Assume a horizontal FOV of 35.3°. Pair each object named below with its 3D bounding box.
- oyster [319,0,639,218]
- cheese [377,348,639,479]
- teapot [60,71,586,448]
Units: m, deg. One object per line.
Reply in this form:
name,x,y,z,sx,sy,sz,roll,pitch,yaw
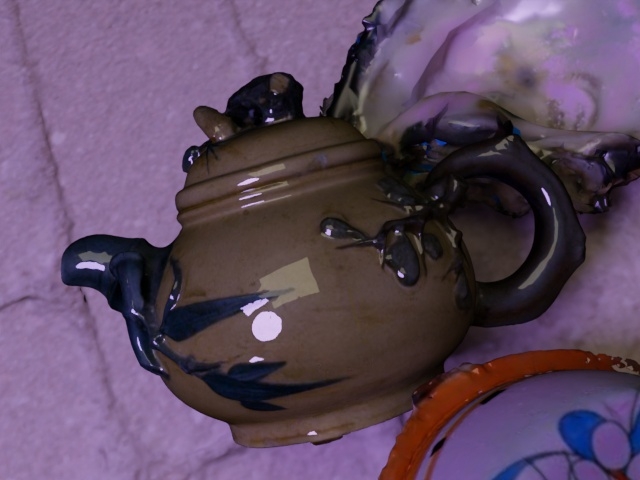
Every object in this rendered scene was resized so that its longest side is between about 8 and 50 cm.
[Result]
oyster,0.120,-0.094,0.615,0.259,0.092,0.198,-27,56,-11
cheese,0.161,0.119,0.449,0.329,0.129,0.217,-25,60,-19
teapot,0.000,0.000,0.528,0.269,0.173,0.183,-16,91,-1
